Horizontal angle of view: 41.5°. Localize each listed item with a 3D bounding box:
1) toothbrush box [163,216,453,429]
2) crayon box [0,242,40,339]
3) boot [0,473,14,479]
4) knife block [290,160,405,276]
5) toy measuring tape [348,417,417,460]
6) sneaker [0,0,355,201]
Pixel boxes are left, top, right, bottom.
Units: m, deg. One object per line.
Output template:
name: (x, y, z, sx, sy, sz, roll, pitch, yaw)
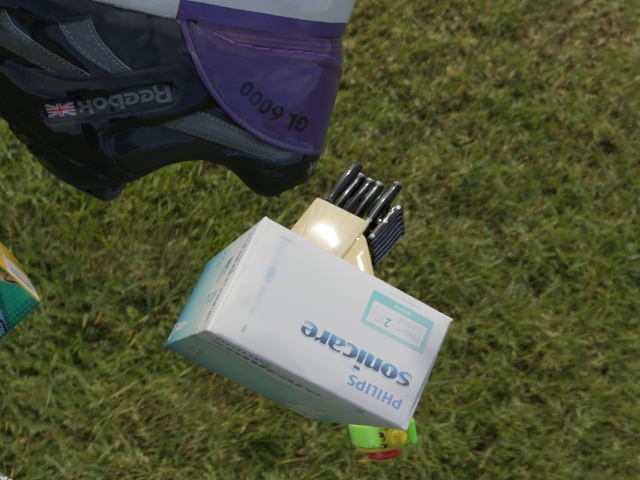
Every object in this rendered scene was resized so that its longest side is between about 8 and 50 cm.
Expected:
toothbrush box: (-0.030, 0.102, 0.916, 0.216, 0.295, 0.126, 29, 74, -10)
crayon box: (-0.460, -0.019, 0.973, 0.081, 0.165, 0.278, -43, 123, -10)
boot: (-0.571, 0.425, 1.292, 0.236, 0.085, 0.178, 26, 64, -5)
knife block: (0.000, 0.000, 1.273, 0.275, 0.088, 0.242, -12, 57, 1)
toy measuring tape: (0.100, 0.348, 1.643, 0.121, 0.330, 0.121, 0, 92, -9)
sneaker: (-0.128, -0.078, 0.388, 0.283, 0.107, 0.124, 6, 108, -11)
